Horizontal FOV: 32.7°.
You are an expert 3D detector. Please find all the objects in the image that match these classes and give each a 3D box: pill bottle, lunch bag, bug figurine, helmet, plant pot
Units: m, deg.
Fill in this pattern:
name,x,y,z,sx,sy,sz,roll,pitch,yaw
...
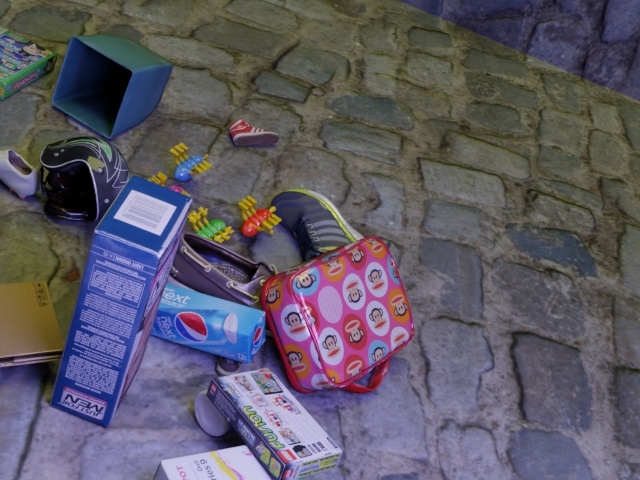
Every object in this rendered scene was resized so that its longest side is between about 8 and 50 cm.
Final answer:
name,x,y,z,sx,sy,sz,roll,pitch,yaw
pill bottle,-0.132,0.260,1.780,0.078,0.078,0.137,41,37,26
lunch bag,0.046,0.147,1.957,0.293,0.120,0.258,-22,91,-48
bug figurine,-0.228,-0.075,2.214,0.279,0.072,0.216,39,42,16
helmet,-0.439,-0.117,2.062,0.161,0.169,0.169,3,34,0
plant pot,-0.442,-0.355,2.415,0.165,0.166,0.234,31,25,12

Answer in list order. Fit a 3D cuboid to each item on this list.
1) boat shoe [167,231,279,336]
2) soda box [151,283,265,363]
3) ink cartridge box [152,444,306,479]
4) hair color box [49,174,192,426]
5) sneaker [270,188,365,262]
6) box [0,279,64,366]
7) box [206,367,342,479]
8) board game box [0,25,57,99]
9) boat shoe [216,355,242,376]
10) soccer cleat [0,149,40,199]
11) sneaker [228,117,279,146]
name,x,y,z,sx,sy,sz,roll,pitch,yaw
boat shoe,-0.131,0.084,2.018,0.324,0.097,0.117,24,32,1
soda box,-0.202,0.139,1.867,0.210,0.067,0.071,14,37,18
ink cartridge box,-0.124,0.387,1.589,0.212,0.093,0.154,-4,41,-33
hair color box,-0.304,0.095,1.662,0.105,0.347,0.174,21,33,-1
sneaker,0.000,0.000,2.218,0.300,0.111,0.121,38,40,26
box,-0.504,0.132,1.740,0.164,0.021,0.201,-6,34,-21
box,-0.073,0.277,1.666,0.114,0.036,0.207,-6,36,-40
board game box,-0.776,-0.430,2.416,0.317,0.046,0.213,27,33,6
boat shoe,-0.145,0.179,1.916,0.056,0.049,0.152,19,33,-8
soccer cleat,-0.617,-0.151,2.079,0.196,0.076,0.068,26,33,6
sneaker,-0.157,-0.252,2.541,0.118,0.042,0.067,-3,44,-31
